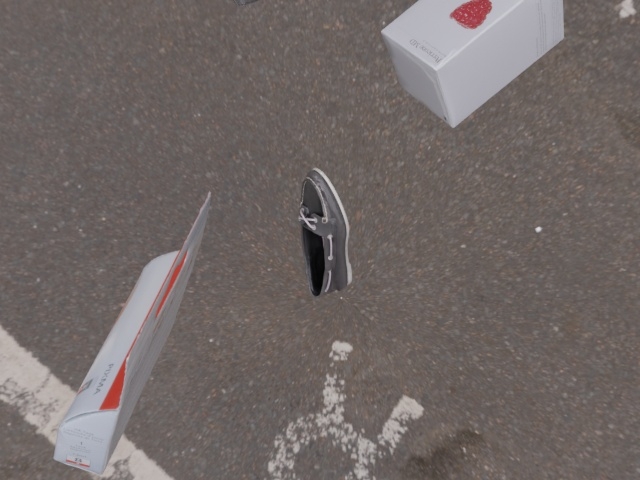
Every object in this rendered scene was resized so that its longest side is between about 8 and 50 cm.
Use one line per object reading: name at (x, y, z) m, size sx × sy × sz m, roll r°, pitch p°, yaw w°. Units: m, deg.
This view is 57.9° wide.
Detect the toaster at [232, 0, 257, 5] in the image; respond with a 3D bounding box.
toaster at (-0.192, -0.663, 1.376) m, size 0.129 × 0.146 × 0.227 m, roll -21°, pitch 89°, yaw 4°

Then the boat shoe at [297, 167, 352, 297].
boat shoe at (0.000, 0.000, 1.282) m, size 0.095 × 0.335 × 0.112 m, roll -32°, pitch 44°, yaw -22°

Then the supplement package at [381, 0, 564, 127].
supplement package at (0.301, -0.404, 1.135) m, size 0.293 × 0.175 × 0.177 m, roll -40°, pitch 55°, yaw 0°

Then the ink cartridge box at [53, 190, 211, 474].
ink cartridge box at (-0.134, 0.064, 0.408) m, size 0.045 × 0.179 × 0.145 m, roll 20°, pitch 45°, yaw -5°
